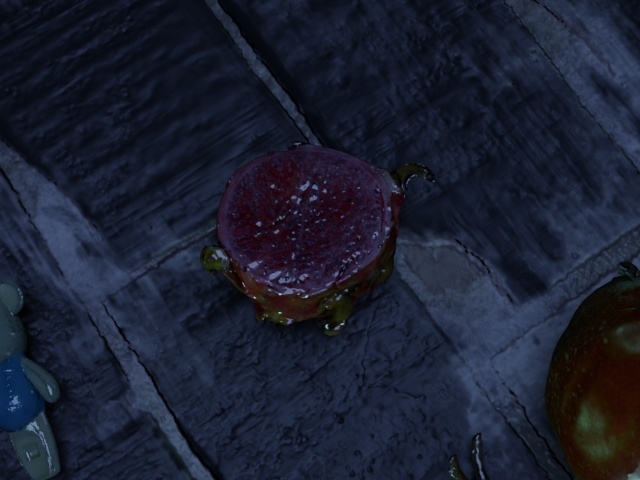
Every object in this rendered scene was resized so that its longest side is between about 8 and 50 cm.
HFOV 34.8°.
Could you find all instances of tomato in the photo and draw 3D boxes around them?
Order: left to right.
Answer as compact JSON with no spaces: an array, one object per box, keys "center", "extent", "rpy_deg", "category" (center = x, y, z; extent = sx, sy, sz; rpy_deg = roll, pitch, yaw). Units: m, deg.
[{"center":[0.379,0.182,1.066],"extent":[0.303,0.303,0.239],"rpy_deg":[28,104,7],"category":"tomato"}]

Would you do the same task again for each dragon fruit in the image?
[{"center":[0.000,0.000,1.194],"extent":[0.282,0.147,0.211],"rpy_deg":[-22,66,-10],"category":"dragon fruit"}]

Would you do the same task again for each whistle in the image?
[{"center":[-0.357,0.165,1.169],"extent":[0.114,0.077,0.235],"rpy_deg":[-27,79,12],"category":"whistle"}]

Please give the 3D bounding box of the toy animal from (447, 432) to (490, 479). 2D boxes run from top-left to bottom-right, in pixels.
[{"center":[0.213,0.348,1.130],"extent":[0.243,0.087,0.260],"rpy_deg":[-35,81,5],"category":"toy animal"}]
